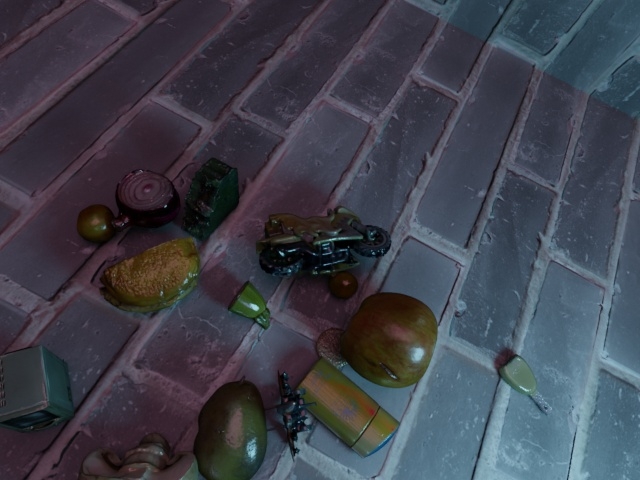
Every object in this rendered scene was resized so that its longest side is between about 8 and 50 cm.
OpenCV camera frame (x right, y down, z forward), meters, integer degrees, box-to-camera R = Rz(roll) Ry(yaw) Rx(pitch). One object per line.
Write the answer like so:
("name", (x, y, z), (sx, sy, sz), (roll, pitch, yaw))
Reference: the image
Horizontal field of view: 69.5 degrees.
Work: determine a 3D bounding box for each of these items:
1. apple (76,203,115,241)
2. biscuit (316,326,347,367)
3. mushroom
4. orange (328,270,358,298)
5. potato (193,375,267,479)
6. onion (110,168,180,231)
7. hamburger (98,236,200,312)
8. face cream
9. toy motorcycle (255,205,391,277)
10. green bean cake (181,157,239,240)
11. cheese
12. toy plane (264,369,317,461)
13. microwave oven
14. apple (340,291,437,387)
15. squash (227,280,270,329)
("apple", (-0.650, -0.051, 1.337), (0.102, 0.099, 0.114), (-15, 71, -16))
("biscuit", (0.045, 0.312, 1.349), (0.120, 0.015, 0.120), (5, 63, -10))
("mushroom", (-0.410, 0.563, 1.046), (0.254, 0.195, 0.188), (10, 95, -7))
("orange", (0.068, 0.132, 1.409), (0.095, 0.085, 0.085), (36, 62, 12))
("potato", (-0.215, 0.460, 1.132), (0.175, 0.159, 0.251), (10, 74, -9))
("onion", (-0.527, -0.094, 1.363), (0.195, 0.139, 0.218), (28, 61, 7))
("hamburger", (-0.453, 0.115, 1.273), (0.283, 0.144, 0.156), (-26, 78, -18))
("face cream", (0.068, 0.456, 1.251), (0.285, 0.067, 0.139), (39, 65, 8))
("toy motorcycle", (0.000, 0.000, 1.391), (0.411, 0.168, 0.237), (-11, 34, -22))
("green bean cake", (-0.338, -0.127, 1.384), (0.107, 0.208, 0.193), (34, 59, 9))
("cheese", (0.630, 0.444, 1.397), (0.097, 0.037, 0.192), (-30, 72, -23))
("toy plane", (-0.067, 0.405, 1.099), (0.105, 0.326, 0.222), (-4, 65, -18))
("microwave oven", (-0.672, 0.349, 1.066), (0.129, 0.205, 0.162), (-15, 67, -20))
("apple", (0.183, 0.266, 1.271), (0.265, 0.264, 0.264), (5, 63, -10))
("squash", (-0.186, 0.193, 1.327), (0.132, 0.105, 0.105), (37, 61, -8))
